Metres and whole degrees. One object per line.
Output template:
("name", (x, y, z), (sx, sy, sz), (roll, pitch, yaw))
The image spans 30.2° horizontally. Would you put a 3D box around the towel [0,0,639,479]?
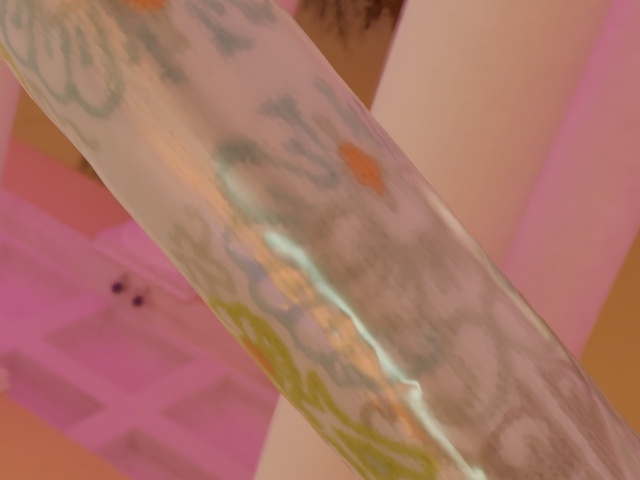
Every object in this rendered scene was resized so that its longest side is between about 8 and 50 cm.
("towel", (0.000, 0.000, 0.504), (0.320, 0.090, 0.374), (48, 179, 4))
